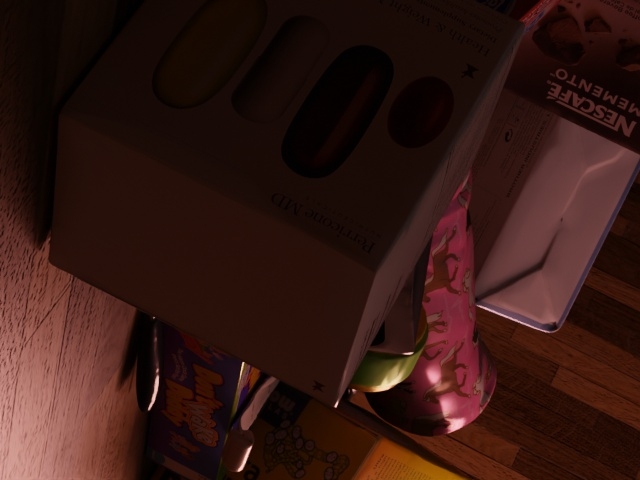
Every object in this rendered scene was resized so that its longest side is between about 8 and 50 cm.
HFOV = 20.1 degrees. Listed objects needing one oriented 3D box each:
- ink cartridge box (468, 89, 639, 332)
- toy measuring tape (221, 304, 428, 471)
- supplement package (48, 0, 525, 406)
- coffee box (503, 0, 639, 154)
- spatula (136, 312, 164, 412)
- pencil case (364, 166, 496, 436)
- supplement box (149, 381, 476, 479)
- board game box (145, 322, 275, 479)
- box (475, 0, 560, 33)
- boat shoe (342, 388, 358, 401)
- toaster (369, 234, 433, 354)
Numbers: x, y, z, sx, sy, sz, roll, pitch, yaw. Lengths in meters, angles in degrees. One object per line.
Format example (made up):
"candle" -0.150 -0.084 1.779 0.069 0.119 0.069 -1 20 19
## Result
"ink cartridge box" 0.203 -0.084 2.266 0.270 0.151 0.395 -63 -149 6
"toy measuring tape" 0.022 0.120 1.691 0.330 0.121 0.121 -55 169 -50
"supplement package" -0.021 -0.056 1.036 0.203 0.194 0.149 -59 171 -34
"coffee box" 0.203 -0.226 1.626 0.119 0.297 0.168 -56 170 -44
"spatula" -0.115 0.042 1.379 0.296 0.030 0.084 110 -4 -49
"pencil case" 0.103 0.037 1.953 0.160 0.167 0.386 -29 138 -17
"supplement box" 0.000 0.271 1.931 0.195 0.194 0.356 -58 153 -2
"board game box" -0.061 0.054 1.631 0.233 0.078 0.347 -59 172 -29
"box" 0.112 -0.204 1.451 0.257 0.122 0.128 -43 176 2
"boat shoe" -0.025 0.158 2.127 0.324 0.120 0.122 -59 150 5
"toaster" 0.003 -0.021 1.328 0.110 0.168 0.186 84 16 -66
